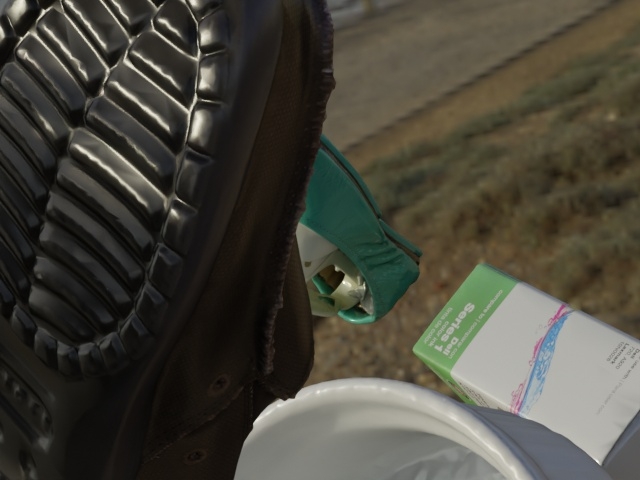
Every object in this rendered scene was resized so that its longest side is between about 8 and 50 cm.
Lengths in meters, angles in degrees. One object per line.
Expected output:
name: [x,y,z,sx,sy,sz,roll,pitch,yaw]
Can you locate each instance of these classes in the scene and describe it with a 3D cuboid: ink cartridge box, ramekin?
ink cartridge box: [0.247,0.157,1.501,0.117,0.201,0.278,-50,36,-7]
ramekin: [0.057,0.216,0.903,0.277,0.277,0.135,-4,-8,36]

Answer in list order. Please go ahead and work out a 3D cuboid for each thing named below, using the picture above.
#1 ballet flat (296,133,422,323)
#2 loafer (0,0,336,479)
ballet flat: [0.000,0.000,1.043,0.083,0.087,0.247,30,-7,27]
loafer: [-0.068,0.016,0.670,0.130,0.366,0.134,-21,56,-39]
